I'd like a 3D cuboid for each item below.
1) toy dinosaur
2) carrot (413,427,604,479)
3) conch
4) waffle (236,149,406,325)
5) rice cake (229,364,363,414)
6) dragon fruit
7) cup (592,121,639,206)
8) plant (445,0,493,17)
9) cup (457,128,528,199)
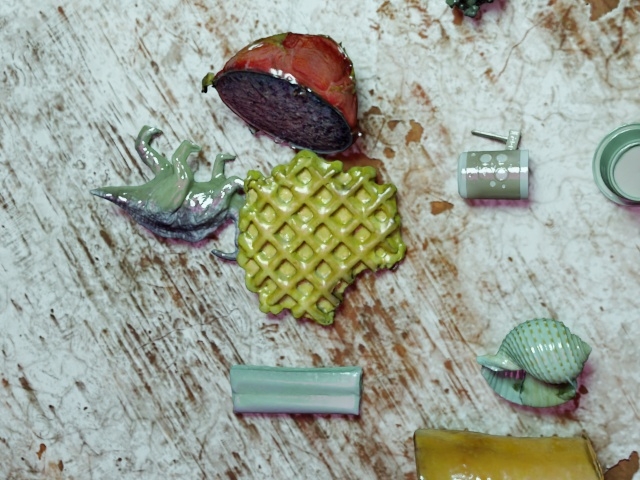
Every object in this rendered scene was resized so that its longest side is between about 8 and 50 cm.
[{"bbox_3d":[-0.204,-0.072,1.321,0.294,0.077,0.162,21,96,8],"label":"toy dinosaur"},{"bbox_3d":[0.276,0.352,1.222,0.254,0.196,0.195,-10,96,9],"label":"carrot"},{"bbox_3d":[0.320,0.176,1.220,0.153,0.102,0.135,-9,111,48],"label":"conch"},{"bbox_3d":[0.000,0.000,1.282,0.291,0.051,0.291,1,104,5],"label":"waffle"},{"bbox_3d":[-0.039,0.242,1.349,0.222,0.042,0.080,-2,97,13],"label":"rice cake"},{"bbox_3d":[-0.029,-0.238,1.213,0.224,0.218,0.148,4,66,49],"label":"dragon fruit"},{"bbox_3d":[0.431,-0.097,1.129,0.120,0.141,0.120,3,102,14],"label":"cup"},{"bbox_3d":[0.201,-0.382,1.167,0.094,0.092,0.143,-26,84,9],"label":"plant"},{"bbox_3d":[0.248,-0.109,1.205,0.099,0.074,0.102,0,99,14],"label":"cup"}]
